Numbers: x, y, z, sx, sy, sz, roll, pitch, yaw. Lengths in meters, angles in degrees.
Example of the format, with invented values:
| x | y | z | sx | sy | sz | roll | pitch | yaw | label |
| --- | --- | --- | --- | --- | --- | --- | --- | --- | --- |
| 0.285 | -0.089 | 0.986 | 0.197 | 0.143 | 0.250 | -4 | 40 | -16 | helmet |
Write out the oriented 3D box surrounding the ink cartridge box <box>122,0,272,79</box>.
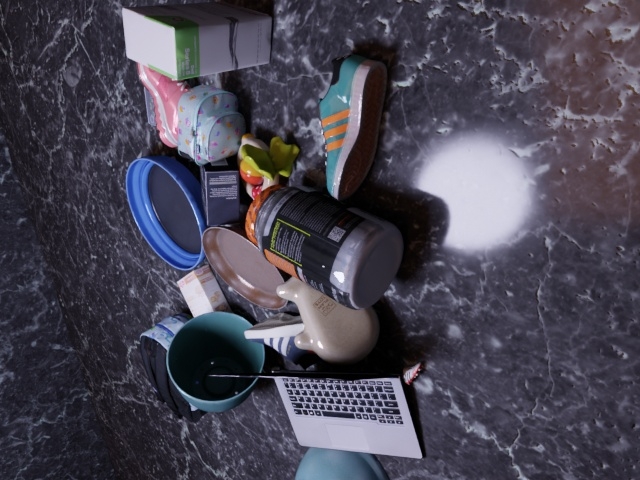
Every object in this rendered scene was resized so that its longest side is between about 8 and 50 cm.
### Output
| x | y | z | sx | sy | sz | roll | pitch | yaw | label |
| --- | --- | --- | --- | --- | --- | --- | --- | --- | --- |
| -0.276 | -0.468 | 1.196 | 0.198 | 0.273 | 0.114 | 31 | 130 | 32 | ink cartridge box |

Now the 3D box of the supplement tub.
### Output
| x | y | z | sx | sy | sz | roll | pitch | yaw | label |
| --- | --- | --- | --- | --- | --- | --- | --- | --- | --- |
| 0.000 | 0.000 | 1.190 | 0.338 | 0.207 | 0.206 | 27 | 126 | 33 | supplement tub |

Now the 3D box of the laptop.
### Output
| x | y | z | sx | sy | sz | roll | pitch | yaw | label |
| --- | --- | --- | --- | --- | --- | --- | --- | --- | --- |
| -0.001 | 0.436 | 1.285 | 0.382 | 0.236 | 0.407 | -7 | 110 | 31 | laptop |

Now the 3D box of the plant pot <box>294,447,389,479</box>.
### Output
| x | y | z | sx | sy | sz | roll | pitch | yaw | label |
| --- | --- | --- | --- | --- | --- | --- | --- | --- | --- |
| 0.035 | 0.732 | 1.507 | 0.293 | 0.196 | 0.292 | 20 | 121 | 37 | plant pot |

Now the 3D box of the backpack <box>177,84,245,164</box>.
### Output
| x | y | z | sx | sy | sz | roll | pitch | yaw | label |
| --- | --- | --- | --- | --- | --- | --- | --- | --- | --- |
| -0.284 | -0.303 | 1.358 | 0.145 | 0.166 | 0.188 | 23 | 127 | 35 | backpack |

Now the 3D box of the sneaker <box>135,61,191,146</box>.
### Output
| x | y | z | sx | sy | sz | roll | pitch | yaw | label |
| --- | --- | --- | --- | --- | --- | --- | --- | --- | --- |
| -0.413 | -0.429 | 1.481 | 0.136 | 0.116 | 0.313 | -7 | 114 | 15 | sneaker |

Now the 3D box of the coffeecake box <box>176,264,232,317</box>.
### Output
| x | y | z | sx | sy | sz | roll | pitch | yaw | label |
| --- | --- | --- | --- | --- | --- | --- | --- | --- | --- |
| -0.396 | 0.193 | 1.774 | 0.142 | 0.068 | 0.185 | -29 | 88 | 48 | coffeecake box |

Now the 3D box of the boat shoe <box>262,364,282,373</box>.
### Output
| x | y | z | sx | sy | sz | roll | pitch | yaw | label |
| --- | --- | --- | --- | --- | --- | --- | --- | --- | --- |
| -0.130 | 0.420 | 1.638 | 0.137 | 0.049 | 0.043 | 20 | 80 | 40 | boat shoe |

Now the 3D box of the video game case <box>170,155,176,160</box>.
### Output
| x | y | z | sx | sy | sz | roll | pitch | yaw | label |
| --- | --- | --- | --- | --- | --- | --- | --- | --- | --- |
| -0.496 | -0.188 | 1.732 | 0.143 | 0.019 | 0.157 | -10 | 102 | 47 | video game case |

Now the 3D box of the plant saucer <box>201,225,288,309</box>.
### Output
| x | y | z | sx | sy | sz | roll | pitch | yaw | label |
| --- | --- | --- | --- | --- | --- | --- | --- | --- | --- |
| -0.205 | 0.071 | 1.485 | 0.311 | 0.050 | 0.310 | 28 | 145 | 22 | plant saucer |

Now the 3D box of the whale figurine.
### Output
| x | y | z | sx | sy | sz | roll | pitch | yaw | label |
| --- | --- | --- | --- | --- | --- | --- | --- | --- | --- |
| 0.017 | 0.187 | 1.284 | 0.272 | 0.216 | 0.141 | 41 | 162 | 14 | whale figurine |

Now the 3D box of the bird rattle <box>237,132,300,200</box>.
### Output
| x | y | z | sx | sy | sz | roll | pitch | yaw | label |
| --- | --- | --- | --- | --- | --- | --- | --- | --- | --- |
| -0.147 | -0.166 | 1.356 | 0.207 | 0.143 | 0.253 | 49 | 150 | 33 | bird rattle |

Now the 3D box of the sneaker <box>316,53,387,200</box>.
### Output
| x | y | z | sx | sy | sz | roll | pitch | yaw | label |
| --- | --- | --- | --- | --- | --- | --- | --- | --- | --- |
| 0.051 | -0.239 | 1.109 | 0.121 | 0.108 | 0.301 | 29 | 119 | 33 | sneaker |

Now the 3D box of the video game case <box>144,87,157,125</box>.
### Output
| x | y | z | sx | sy | sz | roll | pitch | yaw | label |
| --- | --- | --- | --- | --- | --- | --- | --- | --- | --- |
| -0.487 | -0.440 | 1.602 | 0.173 | 0.022 | 0.190 | 22 | 123 | 37 | video game case |

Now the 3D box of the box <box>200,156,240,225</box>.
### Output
| x | y | z | sx | sy | sz | roll | pitch | yaw | label |
| --- | --- | --- | --- | --- | --- | --- | --- | --- | --- |
| -0.279 | -0.144 | 1.437 | 0.156 | 0.093 | 0.158 | -121 | 31 | -57 | box |

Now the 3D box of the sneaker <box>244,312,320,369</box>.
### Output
| x | y | z | sx | sy | sz | roll | pitch | yaw | label |
| --- | --- | --- | --- | --- | --- | --- | --- | --- | --- |
| -0.084 | 0.290 | 1.468 | 0.350 | 0.131 | 0.148 | -13 | 101 | 49 | sneaker |

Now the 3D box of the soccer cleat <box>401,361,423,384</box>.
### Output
| x | y | z | sx | sy | sz | roll | pitch | yaw | label |
| --- | --- | --- | --- | --- | --- | --- | --- | --- | --- |
| 0.218 | 0.315 | 1.253 | 0.036 | 0.029 | 0.083 | 40 | 137 | 19 | soccer cleat |

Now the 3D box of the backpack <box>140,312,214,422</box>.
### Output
| x | y | z | sx | sy | sz | roll | pitch | yaw | label |
| --- | --- | --- | --- | --- | --- | --- | --- | --- | --- |
| -0.525 | 0.442 | 1.911 | 0.290 | 0.273 | 0.355 | 22 | 145 | 39 | backpack |

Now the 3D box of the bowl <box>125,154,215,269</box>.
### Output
| x | y | z | sx | sy | sz | roll | pitch | yaw | label |
| --- | --- | --- | --- | --- | --- | --- | --- | --- | --- |
| -0.486 | -0.093 | 1.700 | 0.391 | 0.077 | 0.390 | 24 | 129 | 33 | bowl |

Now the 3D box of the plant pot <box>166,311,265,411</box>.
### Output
| x | y | z | sx | sy | sz | roll | pitch | yaw | label |
| --- | --- | --- | --- | --- | --- | --- | --- | --- | --- |
| -0.329 | 0.412 | 1.663 | 0.293 | 0.293 | 0.235 | 44 | 149 | 22 | plant pot |
